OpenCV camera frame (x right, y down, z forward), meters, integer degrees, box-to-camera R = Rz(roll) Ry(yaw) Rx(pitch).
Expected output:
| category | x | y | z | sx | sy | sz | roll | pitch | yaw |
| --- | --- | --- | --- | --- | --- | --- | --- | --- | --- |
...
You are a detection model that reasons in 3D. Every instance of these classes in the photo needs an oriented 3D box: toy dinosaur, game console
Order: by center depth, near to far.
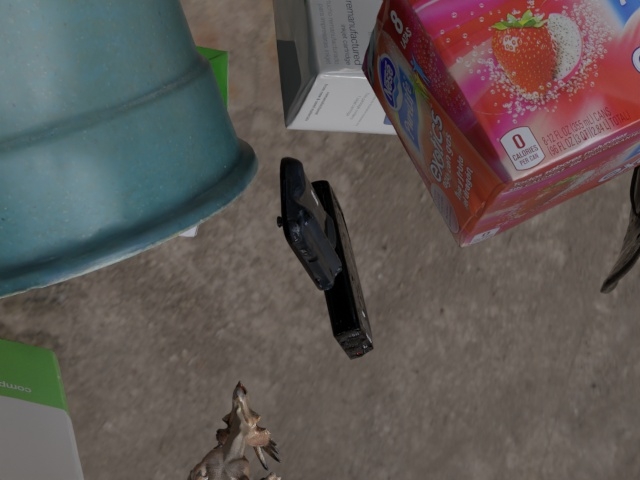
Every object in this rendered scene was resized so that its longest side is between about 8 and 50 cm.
| category | x | y | z | sx | sy | sz | roll | pitch | yaw |
| --- | --- | --- | --- | --- | --- | --- | --- | --- | --- |
| game console | 0.000 | 0.000 | 1.380 | 0.044 | 0.361 | 0.213 | -15 | 65 | 7 |
| toy dinosaur | -0.154 | 0.385 | 1.742 | 0.127 | 0.200 | 0.296 | 32 | 94 | -3 |

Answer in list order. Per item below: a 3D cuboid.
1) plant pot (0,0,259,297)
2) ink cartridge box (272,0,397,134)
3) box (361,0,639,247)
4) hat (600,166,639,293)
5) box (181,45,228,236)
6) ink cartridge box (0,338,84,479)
| category | x | y | z | sx | sy | sz | roll | pitch | yaw |
| --- | --- | --- | --- | --- | --- | --- | --- | --- | --- |
| plant pot | -0.245 | -0.171 | 0.774 | 0.341 | 0.341 | 0.334 | -7 | 110 | 16 |
| ink cartridge box | 0.076 | -0.174 | 0.950 | 0.212 | 0.154 | 0.093 | 3 | 155 | -19 |
| box | 0.167 | -0.115 | 0.622 | 0.256 | 0.122 | 0.128 | -25 | 77 | -12 |
| hat | 0.373 | -0.081 | 1.067 | 0.134 | 0.331 | 0.331 | 18 | 114 | 11 |
| box | -0.263 | -0.135 | 1.422 | 0.261 | 0.127 | 0.231 | 8 | 138 | -11 |
| ink cartridge box | -0.184 | 0.187 | 0.492 | 0.114 | 0.273 | 0.198 | 17 | 108 | -26 |
